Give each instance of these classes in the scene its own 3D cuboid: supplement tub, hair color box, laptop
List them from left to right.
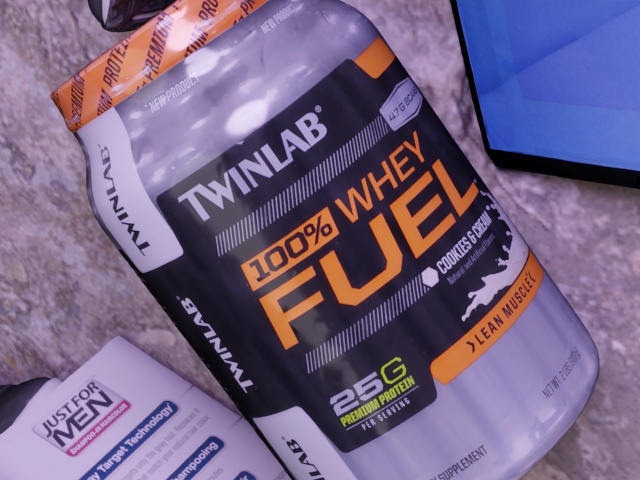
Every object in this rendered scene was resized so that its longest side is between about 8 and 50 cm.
[{"bbox_3d":[-0.064,0.231,1.122,0.347,0.174,0.105,32,130,14],"label":"hair color box"},{"bbox_3d":[0.000,0.000,0.919,0.193,0.193,0.316,-28,103,41],"label":"supplement tub"},{"bbox_3d":[0.096,-0.115,0.790,0.234,0.264,0.136,12,89,48],"label":"laptop"}]

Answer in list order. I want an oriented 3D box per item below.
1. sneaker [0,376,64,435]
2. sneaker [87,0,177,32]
[{"bbox_3d":[-0.316,0.143,1.279,0.147,0.104,0.296,48,136,-7],"label":"sneaker"},{"bbox_3d":[-0.103,-0.251,0.924,0.108,0.100,0.271,26,122,30],"label":"sneaker"}]
